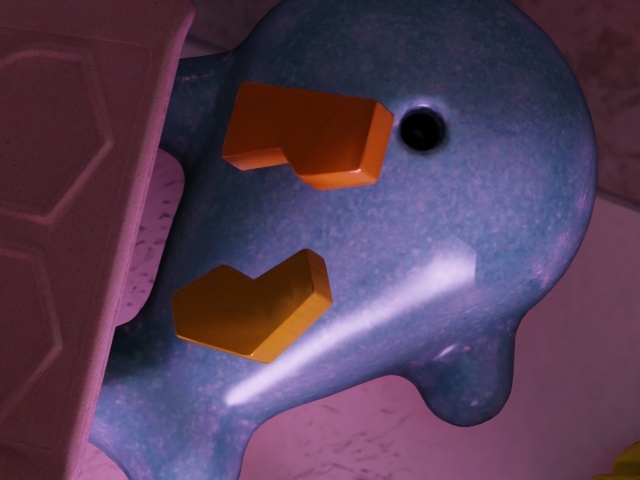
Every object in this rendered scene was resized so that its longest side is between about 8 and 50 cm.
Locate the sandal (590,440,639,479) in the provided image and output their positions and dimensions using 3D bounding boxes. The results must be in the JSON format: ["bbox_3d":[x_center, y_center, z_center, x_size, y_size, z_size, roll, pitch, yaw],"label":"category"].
[{"bbox_3d":[0.145,0.212,0.774,0.138,0.126,0.317,45,73,-32],"label":"sandal"}]

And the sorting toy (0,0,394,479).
[{"bbox_3d":[-0.125,-0.002,0.748,0.307,0.041,0.229,11,80,26],"label":"sorting toy"}]

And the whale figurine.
[{"bbox_3d":[0.000,0.000,0.761,0.272,0.141,0.216,-44,89,-10],"label":"whale figurine"}]
